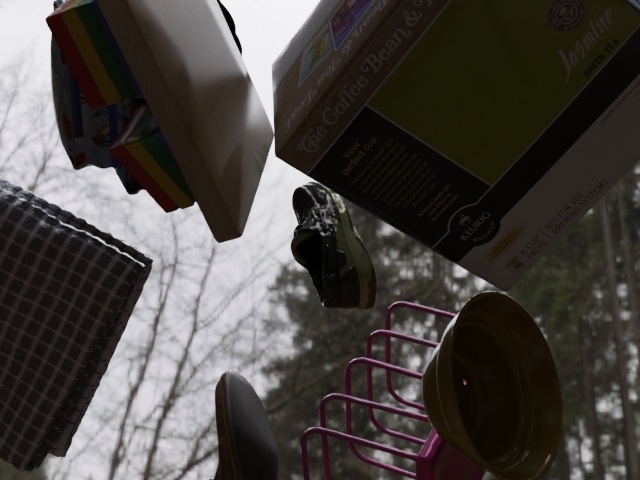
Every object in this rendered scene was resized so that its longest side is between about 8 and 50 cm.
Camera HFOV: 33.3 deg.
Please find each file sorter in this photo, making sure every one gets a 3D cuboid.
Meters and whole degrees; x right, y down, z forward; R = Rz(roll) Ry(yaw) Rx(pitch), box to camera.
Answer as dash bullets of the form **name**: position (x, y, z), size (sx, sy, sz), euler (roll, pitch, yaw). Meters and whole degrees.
- **file sorter**: position (0.115, 0.245, 1.402), size (0.182, 0.291, 0.202), euler (12, -54, 24)

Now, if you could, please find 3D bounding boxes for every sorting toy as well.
- **sorting toy**: position (-0.148, -0.152, 1.028), size (0.089, 0.257, 0.256), euler (-18, -66, 14)

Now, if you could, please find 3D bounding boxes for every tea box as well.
- **tea box**: position (0.167, -0.181, 1.137), size (0.323, 0.220, 0.329), euler (30, -62, -23)

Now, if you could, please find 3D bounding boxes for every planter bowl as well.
- **planter bowl**: position (0.179, 0.173, 1.216), size (0.090, 0.217, 0.217), euler (-19, -44, 40)

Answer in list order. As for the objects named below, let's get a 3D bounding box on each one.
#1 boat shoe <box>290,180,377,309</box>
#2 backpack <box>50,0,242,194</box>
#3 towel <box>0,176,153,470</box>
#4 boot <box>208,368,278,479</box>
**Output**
- **boat shoe**: position (0.000, 0.001, 1.287), size (0.073, 0.224, 0.080), euler (-4, -51, -22)
- **backpack**: position (-0.212, -0.207, 1.255), size (0.213, 0.276, 0.264), euler (-1, -66, -25)
- **towel**: position (-0.350, 0.094, 1.199), size (0.235, 0.121, 0.284), euler (27, -83, -1)
- **boot**: position (-0.118, 0.311, 1.397), size (0.115, 0.305, 0.112), euler (-30, -41, 22)
